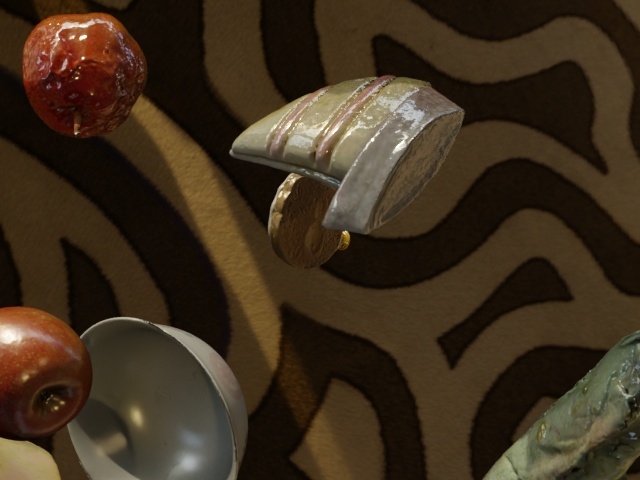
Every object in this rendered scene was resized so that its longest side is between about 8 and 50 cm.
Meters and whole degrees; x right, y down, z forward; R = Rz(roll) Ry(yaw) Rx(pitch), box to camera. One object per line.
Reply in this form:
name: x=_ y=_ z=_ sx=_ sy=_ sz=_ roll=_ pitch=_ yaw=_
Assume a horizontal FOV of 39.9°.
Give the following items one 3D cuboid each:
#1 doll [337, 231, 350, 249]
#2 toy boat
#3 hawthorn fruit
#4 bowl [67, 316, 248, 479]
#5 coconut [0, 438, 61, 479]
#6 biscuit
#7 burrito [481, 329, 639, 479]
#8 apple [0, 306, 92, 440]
doll: x=0.000 y=0.000 z=1.924 sx=0.127 sy=0.084 sz=0.073 roll=6 pitch=49 yaw=-45
toy boat: x=0.051 y=-0.149 z=1.219 sx=0.276 sy=0.111 sz=0.293 roll=-37 pitch=53 yaw=-14
hawthorn fruit: x=-0.395 y=-0.250 z=1.457 sx=0.207 sy=0.207 sz=0.243 roll=14 pitch=47 yaw=-20
bowl: x=-0.227 y=0.264 z=1.376 sx=0.157 sy=0.345 sz=0.345 roll=-22 pitch=91 yaw=-57
coconut: x=-0.542 y=0.468 z=1.381 sx=0.352 sy=0.352 sz=0.353 roll=3 pitch=81 yaw=-22
biscuit: x=-0.030 y=-0.037 z=1.709 sx=0.208 sy=0.049 sz=0.181 roll=31 pitch=80 yaw=-54
burrito: x=0.218 y=0.195 z=0.781 sx=0.066 sy=0.309 sz=0.096 roll=9 pitch=41 yaw=-26
apple: x=-0.405 y=0.182 z=1.188 sx=0.181 sy=0.168 sz=0.181 roll=-30 pitch=136 yaw=-34
